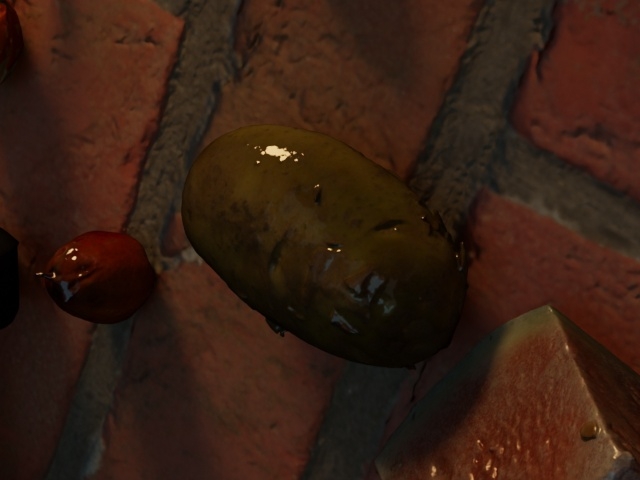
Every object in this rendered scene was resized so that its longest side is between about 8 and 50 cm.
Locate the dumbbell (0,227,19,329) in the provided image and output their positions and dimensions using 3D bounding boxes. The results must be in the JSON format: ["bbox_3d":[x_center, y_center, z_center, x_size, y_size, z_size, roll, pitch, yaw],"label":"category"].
[{"bbox_3d":[-0.357,0.153,1.299,0.204,0.204,0.322,8,104,31],"label":"dumbbell"}]

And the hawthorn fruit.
[{"bbox_3d":[-0.187,0.032,1.233,0.081,0.093,0.081,8,104,33],"label":"hawthorn fruit"}]

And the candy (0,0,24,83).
[{"bbox_3d":[-0.252,-0.252,1.238,0.084,0.078,0.287,29,111,6],"label":"candy"}]

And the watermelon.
[{"bbox_3d":[0.142,0.183,0.991,0.262,0.201,0.213,44,110,22],"label":"watermelon"}]

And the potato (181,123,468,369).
[{"bbox_3d":[0.000,0.000,1.101,0.251,0.113,0.149,31,122,33],"label":"potato"}]
